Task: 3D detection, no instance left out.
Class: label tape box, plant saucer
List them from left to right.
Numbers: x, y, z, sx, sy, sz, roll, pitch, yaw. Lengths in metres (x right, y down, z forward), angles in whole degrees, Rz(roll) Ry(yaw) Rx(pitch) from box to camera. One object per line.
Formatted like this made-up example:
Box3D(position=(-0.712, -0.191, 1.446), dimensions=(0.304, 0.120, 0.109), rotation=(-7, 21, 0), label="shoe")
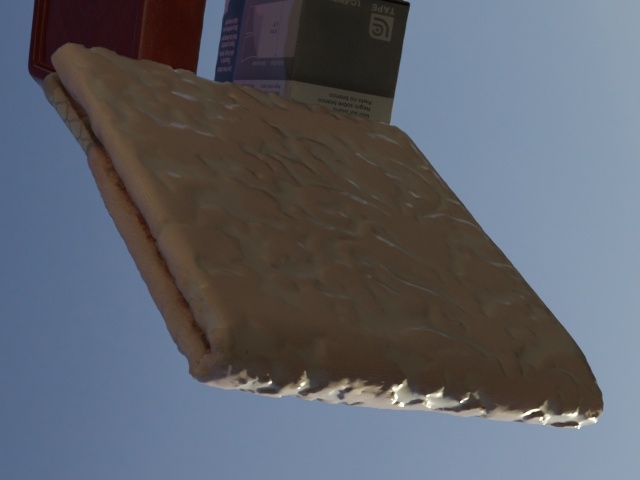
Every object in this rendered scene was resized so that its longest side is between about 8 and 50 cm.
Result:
Box3D(position=(-0.190, -0.229, 1.319), dimensions=(0.048, 0.259, 0.258), rotation=(-3, -72, -38), label="plant saucer")
Box3D(position=(-0.032, -0.060, 1.356), dimensions=(0.106, 0.240, 0.333), rotation=(7, -87, -20), label="label tape box")

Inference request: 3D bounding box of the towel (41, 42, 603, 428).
Box3D(position=(0.000, 0.000, 0.988), dimensions=(0.332, 0.053, 0.317), rotation=(10, -148, -39), label="towel")
